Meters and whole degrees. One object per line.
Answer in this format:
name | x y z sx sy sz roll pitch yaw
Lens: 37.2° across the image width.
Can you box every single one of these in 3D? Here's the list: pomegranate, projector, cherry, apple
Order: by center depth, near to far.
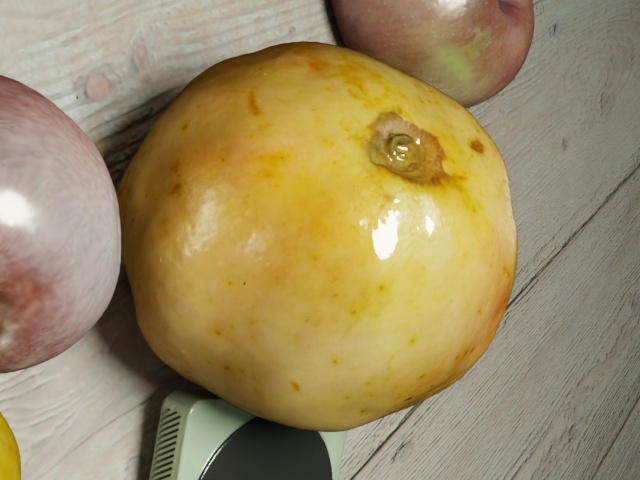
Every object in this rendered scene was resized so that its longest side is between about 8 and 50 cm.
cherry | -0.254 -0.030 0.729 0.239 0.206 0.240 31 51 -46
pomegranate | 0.000 0.000 0.974 0.411 0.411 0.412 4 85 -54
projector | -0.088 0.293 1.055 0.259 0.079 0.257 10 89 -50
apple | 0.158 -0.330 1.303 0.305 0.235 0.306 2 87 -52

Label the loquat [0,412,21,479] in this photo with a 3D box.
loquat | -0.317 0.179 0.672 0.208 0.208 0.208 4 85 -54
